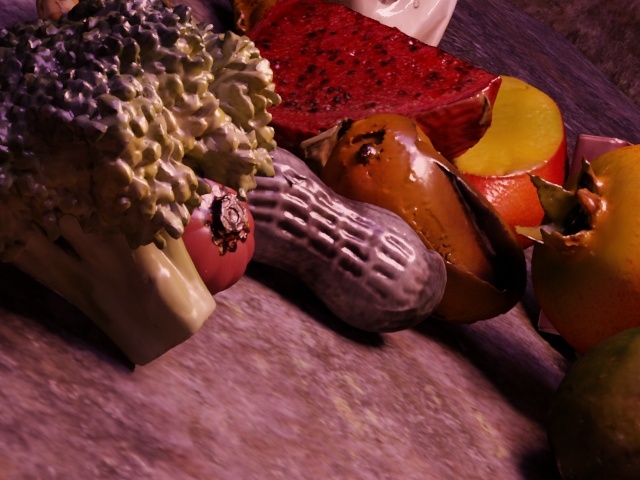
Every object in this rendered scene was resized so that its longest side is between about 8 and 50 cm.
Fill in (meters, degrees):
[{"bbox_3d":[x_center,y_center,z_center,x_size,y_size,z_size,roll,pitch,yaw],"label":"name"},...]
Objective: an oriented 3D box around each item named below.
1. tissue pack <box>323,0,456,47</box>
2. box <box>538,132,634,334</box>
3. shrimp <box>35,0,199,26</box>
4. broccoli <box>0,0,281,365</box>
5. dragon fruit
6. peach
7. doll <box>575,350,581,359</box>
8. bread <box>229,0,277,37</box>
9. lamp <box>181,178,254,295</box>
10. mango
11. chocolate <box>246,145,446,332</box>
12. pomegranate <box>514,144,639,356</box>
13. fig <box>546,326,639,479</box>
[{"bbox_3d":[0.081,-0.351,2.100,0.195,0.376,0.390,-7,9,-4],"label":"tissue pack"},{"bbox_3d":[0.310,0.002,1.854,0.069,0.224,0.120,10,-4,37],"label":"box"},{"bbox_3d":[-0.163,-0.177,1.672,0.233,0.071,0.365,51,16,9],"label":"shrimp"},{"bbox_3d":[-0.150,-0.038,1.124,0.247,0.263,0.243,7,-51,60],"label":"broccoli"},{"bbox_3d":[0.021,-0.120,1.764,0.205,0.152,0.317,-32,43,-27],"label":"dragon fruit"},{"bbox_3d":[0.204,-0.064,1.876,0.153,0.159,0.267,0,35,2],"label":"peach"},{"bbox_3d":[0.314,0.133,1.713,0.134,0.106,0.186,15,19,-3],"label":"doll"},{"bbox_3d":[-0.058,-0.264,2.067,0.139,0.077,0.271,35,16,-24],"label":"bread"},{"bbox_3d":[-0.099,-0.008,1.282,0.107,0.092,0.108,24,56,-43],"label":"lamp"},{"bbox_3d":[0.098,-0.014,1.589,0.248,0.151,0.156,41,36,-28],"label":"mango"},{"bbox_3d":[0.000,0.000,1.446,0.248,0.110,0.110,29,18,-14],"label":"chocolate"},{"bbox_3d":[0.294,0.014,1.563,0.256,0.221,0.221,24,21,-30],"label":"pomegranate"},{"bbox_3d":[0.290,0.179,1.464,0.195,0.195,0.245,40,-16,10],"label":"fig"}]
